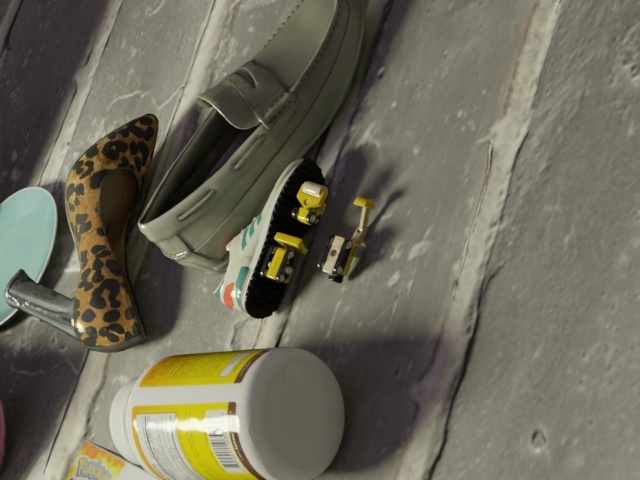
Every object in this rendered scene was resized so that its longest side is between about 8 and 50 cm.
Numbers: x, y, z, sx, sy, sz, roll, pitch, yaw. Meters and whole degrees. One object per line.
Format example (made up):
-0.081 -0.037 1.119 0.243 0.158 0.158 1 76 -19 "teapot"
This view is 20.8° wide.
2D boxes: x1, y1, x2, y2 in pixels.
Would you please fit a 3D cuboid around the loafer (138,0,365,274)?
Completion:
-0.064 -0.120 1.689 0.112 0.111 0.319 23 84 54 "loafer"

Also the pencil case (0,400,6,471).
-0.497 0.188 1.921 0.386 0.167 0.160 7 101 49 "pencil case"

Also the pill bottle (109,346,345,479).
-0.088 0.155 1.517 0.215 0.117 0.117 -7 60 47 "pill bottle"

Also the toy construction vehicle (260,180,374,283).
0.000 0.000 1.584 0.086 0.035 0.098 14 81 38 "toy construction vehicle"

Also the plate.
-0.356 0.026 2.002 0.188 0.024 0.188 -28 46 34 "plate"

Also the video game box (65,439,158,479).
-0.194 0.298 1.601 0.205 0.048 0.187 15 75 52 "video game box"

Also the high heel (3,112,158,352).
-0.194 -0.007 1.810 0.186 0.093 0.261 21 72 36 "high heel"

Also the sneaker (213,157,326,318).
-0.055 -0.007 1.644 0.075 0.057 0.161 11 77 46 "sneaker"
